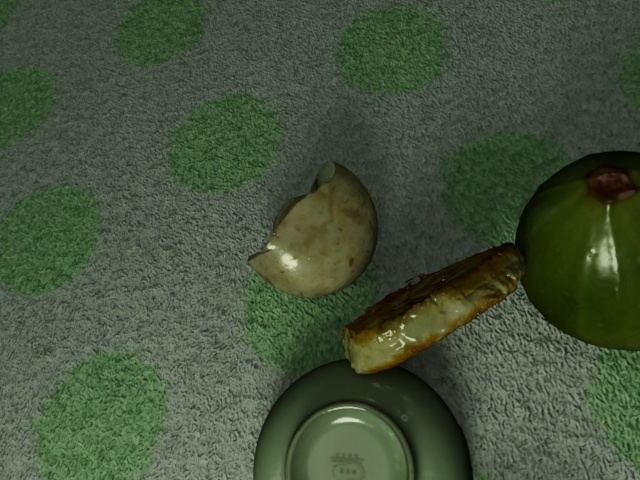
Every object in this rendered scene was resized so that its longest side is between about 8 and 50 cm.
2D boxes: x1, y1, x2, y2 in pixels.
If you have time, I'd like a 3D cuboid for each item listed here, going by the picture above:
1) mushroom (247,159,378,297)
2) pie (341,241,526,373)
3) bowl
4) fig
[{"bbox_3d":[0.000,0.000,0.923,0.189,0.195,0.253,45,72,-9],"label":"mushroom"},{"bbox_3d":[0.175,0.098,0.771,0.315,0.315,0.092,-30,84,-3],"label":"pie"},{"bbox_3d":[0.053,0.337,0.744,0.354,0.185,0.353,-4,66,9],"label":"bowl"},{"bbox_3d":[0.435,0.003,0.744,0.316,0.316,0.316,-4,66,9],"label":"fig"}]
